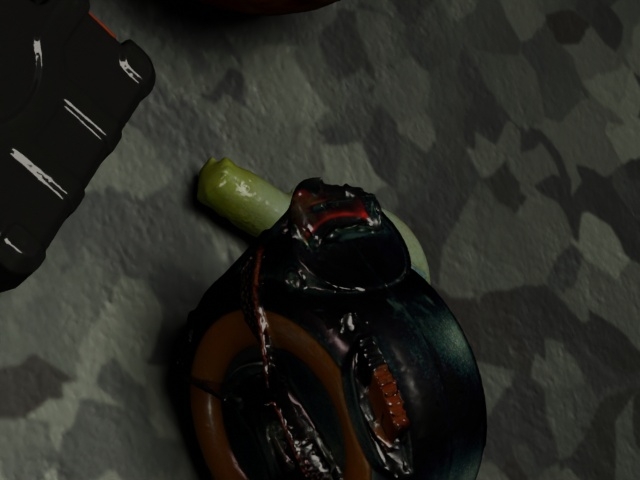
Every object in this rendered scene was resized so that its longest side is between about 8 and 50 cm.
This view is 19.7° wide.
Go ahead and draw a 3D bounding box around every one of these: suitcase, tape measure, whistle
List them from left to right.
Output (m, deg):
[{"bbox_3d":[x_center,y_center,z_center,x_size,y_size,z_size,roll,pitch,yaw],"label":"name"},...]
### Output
[{"bbox_3d":[-0.250,-0.124,1.135,0.285,0.066,0.206,43,50,-20],"label":"suitcase"},{"bbox_3d":[0.000,0.000,1.306,0.198,0.057,0.104,35,53,-27],"label":"whistle"},{"bbox_3d":[0.003,0.099,1.173,0.135,0.202,0.223,-15,69,-41],"label":"tape measure"}]

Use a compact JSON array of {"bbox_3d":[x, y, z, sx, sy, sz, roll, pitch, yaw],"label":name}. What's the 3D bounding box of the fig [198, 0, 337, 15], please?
[{"bbox_3d":[-0.040,-0.268,1.268,0.263,0.224,0.224,48,49,-25],"label":"fig"}]
